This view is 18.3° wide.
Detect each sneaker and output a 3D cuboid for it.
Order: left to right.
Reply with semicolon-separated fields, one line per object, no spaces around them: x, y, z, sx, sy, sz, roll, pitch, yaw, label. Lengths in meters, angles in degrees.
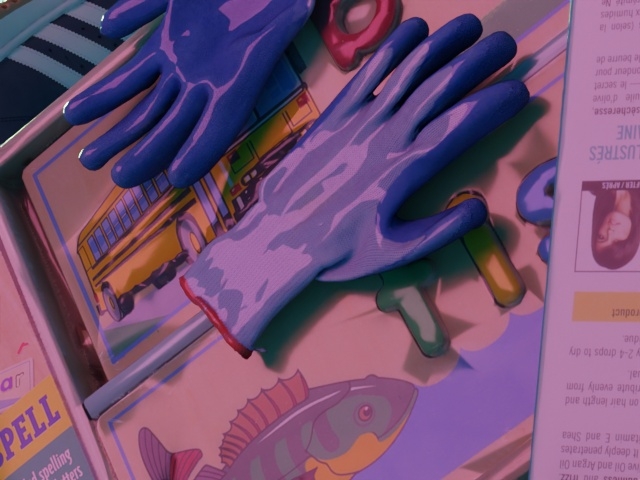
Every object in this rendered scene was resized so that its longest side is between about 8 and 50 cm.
-0.156;-0.097;1.304;0.282;0.153;0.099;-35;14;-27;sneaker

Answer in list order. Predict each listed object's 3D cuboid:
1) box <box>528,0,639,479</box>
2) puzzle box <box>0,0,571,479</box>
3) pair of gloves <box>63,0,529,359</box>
0.127;0.010;0.614;0.100;0.060;0.244;0;76;30;box
-0.001;0.008;0.769;0.409;0.052;0.272;-39;55;16;puzzle box
-0.014;-0.052;0.754;0.159;0.023;0.198;-45;54;11;pair of gloves
